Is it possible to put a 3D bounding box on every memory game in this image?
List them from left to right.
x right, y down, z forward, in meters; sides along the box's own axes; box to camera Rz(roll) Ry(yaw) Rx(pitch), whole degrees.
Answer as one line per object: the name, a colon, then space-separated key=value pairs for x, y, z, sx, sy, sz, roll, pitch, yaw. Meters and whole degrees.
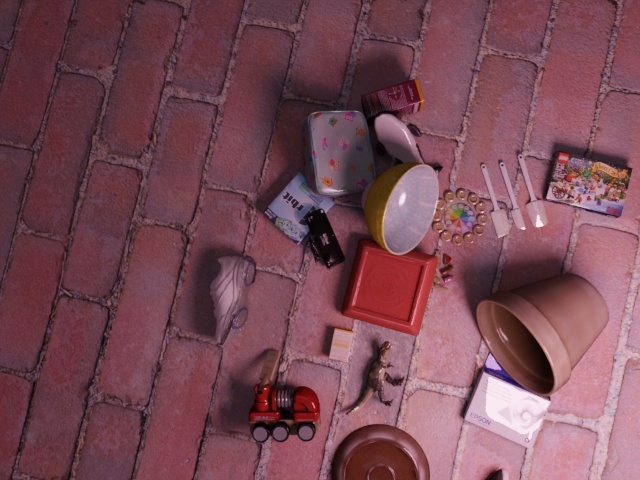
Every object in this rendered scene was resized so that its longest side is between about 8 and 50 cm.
memory game: x=0.446 y=-0.073 z=1.932 sx=0.186 sy=0.012 sz=0.186 roll=0 pitch=86 yaw=5

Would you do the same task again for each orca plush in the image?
orca plush: x=0.278 y=-0.316 z=1.923 sx=0.287 sy=0.102 sz=0.151 roll=33 pitch=128 yaw=-14

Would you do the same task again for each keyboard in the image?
keyboard: x=0.000 y=0.000 z=1.940 sx=0.100 sy=0.038 sz=0.192 roll=-27 pitch=100 yaw=-18

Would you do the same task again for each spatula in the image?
spatula: x=0.613 y=-0.146 z=1.922 sx=0.168 sy=0.019 sz=0.242 roll=-16 pitch=83 yaw=9

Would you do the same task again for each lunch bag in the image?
lunch bag: x=0.061 y=-0.270 z=1.916 sx=0.223 sy=0.108 sz=0.279 roll=-7 pitch=88 yaw=-19

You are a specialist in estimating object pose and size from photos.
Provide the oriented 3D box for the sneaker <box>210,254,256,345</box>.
sneaker: x=-0.296 y=0.189 z=1.949 sx=0.129 sy=0.111 sz=0.297 roll=9 pitch=82 yaw=22

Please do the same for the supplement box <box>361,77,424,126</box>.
supplement box: x=0.230 y=-0.441 z=1.935 sx=0.188 sy=0.104 sz=0.081 roll=-16 pitch=83 yaw=4

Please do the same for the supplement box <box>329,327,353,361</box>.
supplement box: x=0.067 y=0.333 z=1.922 sx=0.062 sy=0.036 sz=0.099 roll=12 pitch=86 yaw=6

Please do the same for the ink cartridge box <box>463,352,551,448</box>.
ink cartridge box: x=0.585 y=0.492 z=1.858 sx=0.223 sy=0.045 sz=0.224 roll=22 pitch=87 yaw=7

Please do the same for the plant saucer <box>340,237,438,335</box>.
plant saucer: x=0.212 y=0.143 z=1.884 sx=0.258 sy=0.048 sz=0.259 roll=14 pitch=88 yaw=12

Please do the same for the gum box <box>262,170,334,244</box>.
gum box: x=-0.070 y=-0.105 z=1.968 sx=0.157 sy=0.041 sz=0.184 roll=41 pitch=89 yaw=6

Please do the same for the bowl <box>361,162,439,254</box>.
bowl: x=0.221 y=-0.114 z=1.855 sx=0.156 sy=0.289 sz=0.290 roll=23 pitch=88 yaw=37

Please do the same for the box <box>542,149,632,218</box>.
box: x=0.836 y=-0.176 z=1.888 sx=0.233 sy=0.044 sz=0.159 roll=15 pitch=87 yaw=6

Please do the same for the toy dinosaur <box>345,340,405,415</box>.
toy dinosaur: x=0.189 y=0.452 z=1.893 sx=0.118 sy=0.064 sz=0.268 roll=26 pitch=90 yaw=13

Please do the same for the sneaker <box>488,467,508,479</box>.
sneaker: x=0.448 y=0.799 z=1.815 sx=0.146 sy=0.104 sz=0.296 roll=28 pitch=93 yaw=2

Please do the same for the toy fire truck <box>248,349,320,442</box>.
toy fire truck: x=-0.113 y=0.482 z=1.887 sx=0.216 sy=0.158 sz=0.247 roll=-3 pitch=96 yaw=5

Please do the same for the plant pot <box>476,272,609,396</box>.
plant pot: x=0.668 y=0.243 z=1.765 sx=0.280 sy=0.323 sz=0.323 roll=-29 pitch=83 yaw=-15

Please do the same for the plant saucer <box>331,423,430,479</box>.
plant saucer: x=0.187 y=0.734 z=1.876 sx=0.310 sy=0.050 sz=0.311 roll=-1 pitch=84 yaw=6

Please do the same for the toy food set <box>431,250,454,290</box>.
toy food set: x=0.390 y=0.098 z=1.922 sx=0.077 sy=0.019 sz=0.122 roll=13 pitch=79 yaw=6
